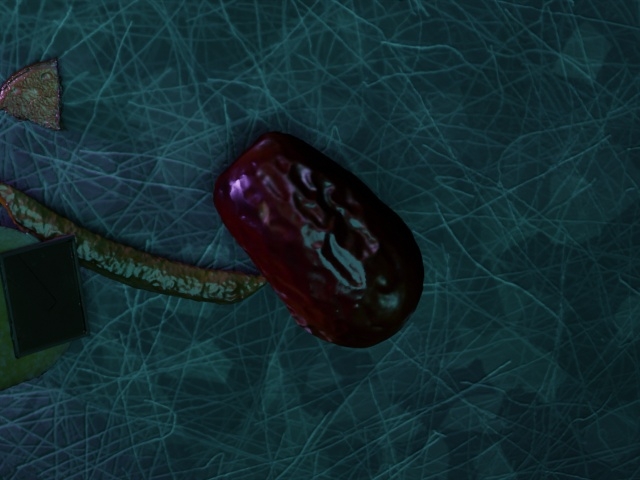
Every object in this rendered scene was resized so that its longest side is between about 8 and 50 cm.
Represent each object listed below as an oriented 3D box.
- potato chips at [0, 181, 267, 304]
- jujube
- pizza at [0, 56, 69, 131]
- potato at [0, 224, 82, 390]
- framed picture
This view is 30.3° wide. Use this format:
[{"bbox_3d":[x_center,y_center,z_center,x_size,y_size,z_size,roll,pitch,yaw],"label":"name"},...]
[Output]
[{"bbox_3d":[-0.275,0.019,1.647,0.407,0.057,0.080,21,87,-15],"label":"potato chips"},{"bbox_3d":[0.000,0.000,1.612,0.223,0.223,0.318,-44,98,3],"label":"jujube"},{"bbox_3d":[-0.391,-0.193,1.585,0.099,0.029,0.100,-4,104,-1],"label":"pizza"},{"bbox_3d":[-0.478,0.082,1.577,0.299,0.116,0.239,-9,112,-36],"label":"potato"},{"bbox_3d":[-0.369,0.075,1.584,0.109,0.011,0.149,-17,112,-33],"label":"framed picture"}]
